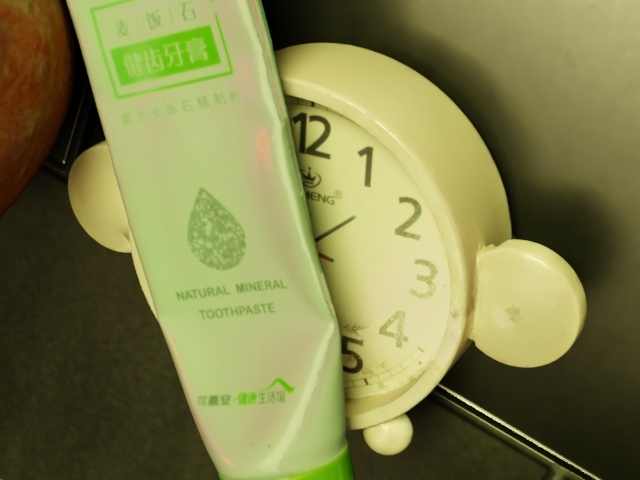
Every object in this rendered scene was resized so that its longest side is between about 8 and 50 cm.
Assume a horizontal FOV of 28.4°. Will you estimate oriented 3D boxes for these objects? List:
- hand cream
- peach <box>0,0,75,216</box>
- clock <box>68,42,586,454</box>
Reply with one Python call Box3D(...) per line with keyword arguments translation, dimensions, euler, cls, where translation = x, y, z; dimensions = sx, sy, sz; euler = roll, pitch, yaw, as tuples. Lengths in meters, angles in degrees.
Box3D(translation=(-0.038, -0.012, 0.476), dimensions=(0.079, 0.050, 0.275), euler=(-13, 101, 5), cls="hand cream")
Box3D(translation=(-0.212, -0.093, 0.480), dimensions=(0.252, 0.252, 0.252), euler=(10, 115, 22), cls="peach")
Box3D(translation=(0.000, 0.000, 0.519), dimensions=(0.229, 0.063, 0.155), euler=(14, 119, 25), cls="clock")
